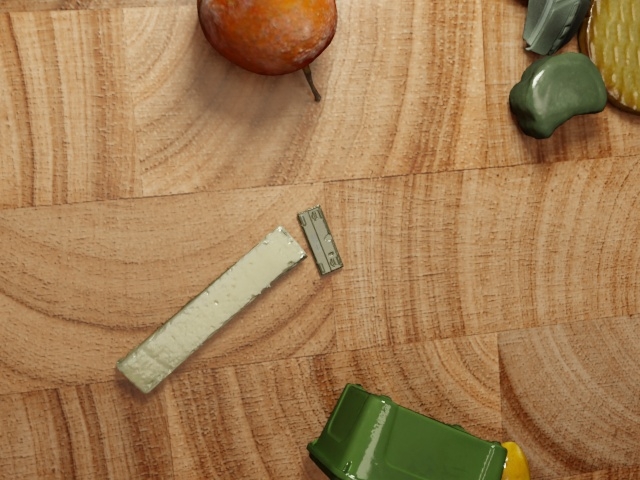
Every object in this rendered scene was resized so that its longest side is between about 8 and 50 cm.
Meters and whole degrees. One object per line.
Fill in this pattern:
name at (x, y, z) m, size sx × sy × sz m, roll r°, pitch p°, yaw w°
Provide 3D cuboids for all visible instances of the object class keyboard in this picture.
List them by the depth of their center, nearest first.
keyboard at (0.000, 0.000, 1.309) m, size 0.049 × 0.015 × 0.129 m, roll -22°, pitch 100°, yaw -2°

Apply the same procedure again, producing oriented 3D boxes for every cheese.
cheese at (-0.200, 0.127, 1.276) m, size 0.400 × 0.034 × 0.085 m, roll -40°, pitch 102°, yaw -4°

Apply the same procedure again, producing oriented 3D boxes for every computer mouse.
computer mouse at (0.449, -0.441, 1.271) m, size 0.126 × 0.071 × 0.231 m, roll -18°, pitch 132°, yaw -24°

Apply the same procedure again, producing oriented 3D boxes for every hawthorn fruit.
hawthorn fruit at (-0.072, -0.390, 1.141) m, size 0.263 × 0.235 × 0.231 m, roll 18°, pitch 94°, yaw -10°

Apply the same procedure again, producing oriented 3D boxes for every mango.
mango at (0.353, 0.517, 1.359) m, size 0.154 × 0.126 × 0.252 m, roll 0°, pitch 100°, yaw -50°

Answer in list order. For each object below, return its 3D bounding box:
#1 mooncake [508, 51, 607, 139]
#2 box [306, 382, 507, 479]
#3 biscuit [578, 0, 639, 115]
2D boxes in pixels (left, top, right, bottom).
mooncake at (0.453, -0.271, 1.317) m, size 0.175 × 0.104 × 0.168 m, roll 8°, pitch 91°, yaw -13°
box at (0.163, 0.393, 1.269) m, size 0.329 × 0.253 × 0.177 m, roll 23°, pitch 83°, yaw -13°
biscuit at (0.662, -0.405, 1.373) m, size 0.318 × 0.040 × 0.317 m, roll -1°, pitch 95°, yaw -11°
